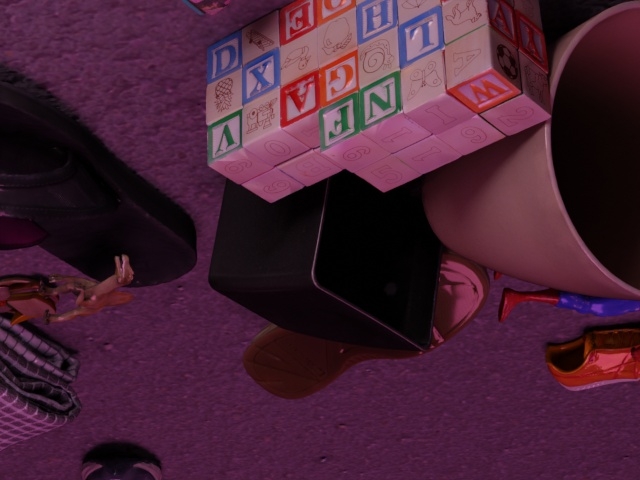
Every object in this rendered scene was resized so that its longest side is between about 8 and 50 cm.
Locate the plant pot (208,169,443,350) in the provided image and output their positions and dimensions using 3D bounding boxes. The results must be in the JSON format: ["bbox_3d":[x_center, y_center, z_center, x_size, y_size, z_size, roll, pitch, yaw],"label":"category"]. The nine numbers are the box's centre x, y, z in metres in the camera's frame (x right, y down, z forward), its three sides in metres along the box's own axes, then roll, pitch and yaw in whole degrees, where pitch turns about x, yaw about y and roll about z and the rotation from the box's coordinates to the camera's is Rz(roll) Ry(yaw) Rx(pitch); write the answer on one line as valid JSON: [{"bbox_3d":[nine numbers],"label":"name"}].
[{"bbox_3d":[0.000,0.000,1.679,0.167,0.187,0.188,-10,151,39],"label":"plant pot"}]

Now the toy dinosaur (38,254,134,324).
[{"bbox_3d":[-0.240,0.062,1.760,0.093,0.053,0.183,-1,164,-20],"label":"toy dinosaur"}]

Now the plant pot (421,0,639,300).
[{"bbox_3d":[0.218,-0.059,1.542,0.256,0.256,0.274,17,164,-29],"label":"plant pot"}]

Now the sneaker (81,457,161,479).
[{"bbox_3d":[-0.276,0.388,2.354,0.110,0.122,0.283,2,149,-6],"label":"sneaker"}]

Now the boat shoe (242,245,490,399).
[{"bbox_3d":[0.051,0.064,1.847,0.341,0.110,0.121,-26,114,41],"label":"boat shoe"}]

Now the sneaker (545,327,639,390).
[{"bbox_3d":[0.348,0.133,2.024,0.175,0.064,0.067,-21,135,24],"label":"sneaker"}]

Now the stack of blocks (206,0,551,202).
[{"bbox_3d":[0.041,-0.135,1.447,0.297,0.171,0.087,-23,143,32],"label":"stack of blocks"}]

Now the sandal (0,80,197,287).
[{"bbox_3d":[-0.274,-0.038,1.652,0.167,0.107,0.446,-21,145,30],"label":"sandal"}]

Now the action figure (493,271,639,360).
[{"bbox_3d":[0.330,0.076,1.901,0.280,0.091,0.139,1,143,-3],"label":"action figure"}]

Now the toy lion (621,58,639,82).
[{"bbox_3d":[0.328,-0.148,1.584,0.096,0.034,0.100,-6,150,21],"label":"toy lion"}]

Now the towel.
[{"bbox_3d":[-0.450,0.164,1.969,0.235,0.121,0.284,-22,144,29],"label":"towel"}]

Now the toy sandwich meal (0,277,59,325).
[{"bbox_3d":[-0.331,0.069,1.905,0.086,0.029,0.085,-2,149,-1],"label":"toy sandwich meal"}]

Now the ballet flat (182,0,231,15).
[{"bbox_3d":[-0.137,-0.250,1.353,0.079,0.077,0.221,-41,139,22],"label":"ballet flat"}]
